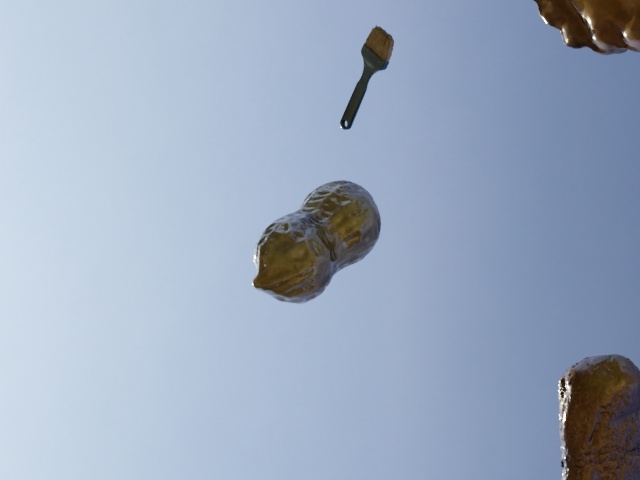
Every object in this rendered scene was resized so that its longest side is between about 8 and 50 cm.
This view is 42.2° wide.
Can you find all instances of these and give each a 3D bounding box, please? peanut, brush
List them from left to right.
[{"bbox_3d":[0.000,0.000,1.138,0.136,0.298,0.120,-27,-81,35],"label":"peanut"},{"bbox_3d":[0.063,-0.230,1.205,0.051,0.014,0.164,49,-49,30],"label":"brush"}]

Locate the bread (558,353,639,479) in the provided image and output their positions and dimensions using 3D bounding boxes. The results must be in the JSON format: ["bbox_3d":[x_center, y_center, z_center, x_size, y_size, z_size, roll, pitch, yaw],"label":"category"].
[{"bbox_3d":[0.347,0.302,1.028,0.084,0.124,0.344,-138,-141,-70],"label":"bread"}]

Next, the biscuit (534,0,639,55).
[{"bbox_3d":[0.418,-0.415,1.116,0.325,0.107,0.326,26,-55,43],"label":"biscuit"}]
